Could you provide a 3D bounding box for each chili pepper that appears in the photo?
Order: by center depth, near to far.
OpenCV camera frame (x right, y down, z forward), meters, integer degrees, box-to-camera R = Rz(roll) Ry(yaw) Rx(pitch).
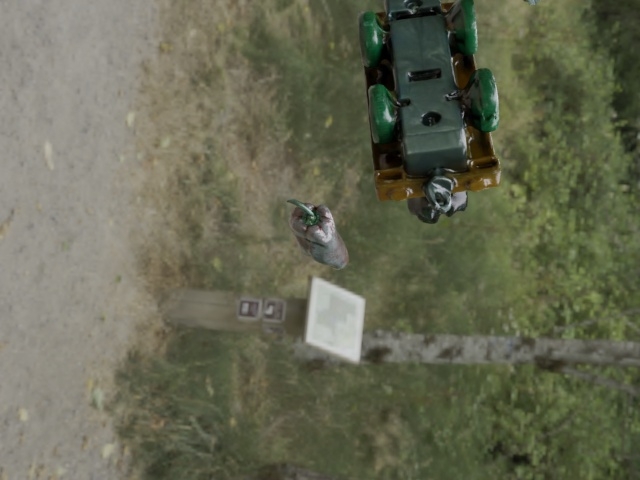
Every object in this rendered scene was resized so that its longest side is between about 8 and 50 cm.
[{"bbox_3d":[-0.001,0.001,0.861,0.050,0.041,0.153,54,-6,26],"label":"chili pepper"}]

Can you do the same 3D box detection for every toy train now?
[{"bbox_3d":[0.081,-0.101,0.671,0.136,0.091,0.227,75,9,-55],"label":"toy train"}]

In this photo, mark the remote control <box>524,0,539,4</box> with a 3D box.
[{"bbox_3d":[0.273,-0.445,1.181,0.104,0.052,0.247,-26,104,-73],"label":"remote control"}]
